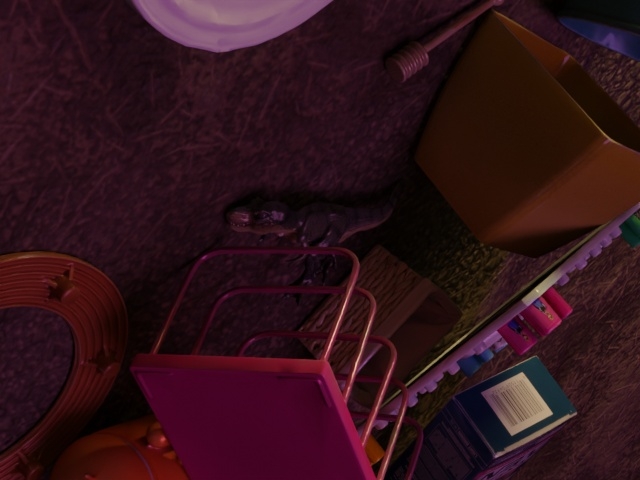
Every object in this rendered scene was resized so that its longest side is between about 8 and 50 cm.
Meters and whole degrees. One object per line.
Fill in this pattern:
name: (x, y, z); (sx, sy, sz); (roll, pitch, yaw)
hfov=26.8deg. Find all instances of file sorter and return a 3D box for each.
file sorter: (-0.027, 0.162, 1.393); (0.182, 0.202, 0.291); (-68, 149, -41)

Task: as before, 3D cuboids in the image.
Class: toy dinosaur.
toy dinosaur: (0.000, 0.000, 1.464); (0.268, 0.064, 0.118); (-9, 126, -49)

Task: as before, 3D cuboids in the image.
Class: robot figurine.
robot figurine: (-0.200, 0.257, 1.420); (0.158, 0.128, 0.219); (-12, 178, 28)

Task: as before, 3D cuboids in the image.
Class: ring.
ring: (-0.322, 0.154, 1.276); (0.336, 0.032, 0.337); (-31, 145, -25)

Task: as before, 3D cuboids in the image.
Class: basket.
basket: (0.068, 0.101, 1.611); (0.167, 0.103, 0.113); (-47, 148, 1)

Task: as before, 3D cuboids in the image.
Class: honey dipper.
honey dipper: (0.135, -0.219, 1.412); (0.160, 0.030, 0.030); (-37, 147, -22)

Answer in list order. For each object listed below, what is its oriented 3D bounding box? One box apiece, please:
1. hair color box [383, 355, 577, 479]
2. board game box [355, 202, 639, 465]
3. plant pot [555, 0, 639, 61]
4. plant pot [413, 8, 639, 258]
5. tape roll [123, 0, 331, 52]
hair color box: (0.199, 0.318, 1.916); (0.174, 0.105, 0.347); (-19, 156, -36)
board game box: (0.222, 0.113, 1.636); (0.390, 0.050, 0.390); (-44, 172, 38)
plant pot: (0.429, -0.314, 1.460); (0.271, 0.271, 0.255); (12, 100, -54)
plant pot: (0.236, -0.100, 1.511); (0.187, 0.212, 0.212); (-47, 150, 20)
tape roll: (-0.057, -0.287, 0.995); (0.286, 0.100, 0.286); (-30, 145, -25)
